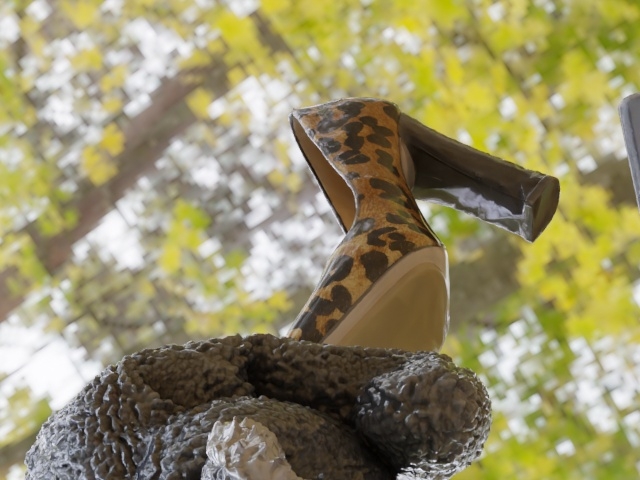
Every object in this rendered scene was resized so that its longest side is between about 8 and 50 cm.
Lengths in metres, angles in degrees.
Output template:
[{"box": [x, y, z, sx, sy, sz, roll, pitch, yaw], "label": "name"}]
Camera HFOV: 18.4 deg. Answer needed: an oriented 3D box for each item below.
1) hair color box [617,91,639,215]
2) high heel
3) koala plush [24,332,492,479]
[{"box": [0.179, 0.149, 0.539, 0.185, 0.114, 0.374, 50, -151, -68], "label": "hair color box"}, {"box": [0.000, 0.000, 1.173, 0.186, 0.093, 0.261, 23, -141, 28], "label": "high heel"}, {"box": [-0.034, 0.143, 0.825, 0.203, 0.196, 0.221, 14, -169, -5], "label": "koala plush"}]
